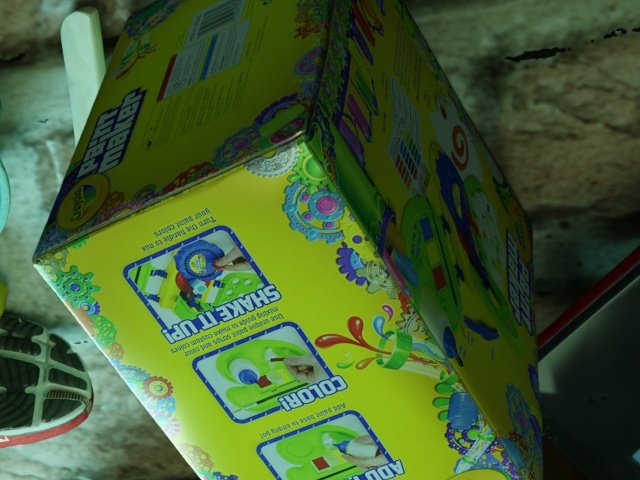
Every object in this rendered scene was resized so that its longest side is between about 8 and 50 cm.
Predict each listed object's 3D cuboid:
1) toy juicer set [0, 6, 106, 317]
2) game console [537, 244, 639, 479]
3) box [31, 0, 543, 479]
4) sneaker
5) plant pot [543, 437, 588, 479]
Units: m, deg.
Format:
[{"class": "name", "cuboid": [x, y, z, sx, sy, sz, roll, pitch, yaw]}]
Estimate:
[{"class": "toy juicer set", "cuboid": [-0.263, -0.014, 1.138, 0.329, 0.089, 0.209, -17, 121, 16]}, {"class": "game console", "cuboid": [0.364, 0.105, 1.112, 0.342, 0.060, 0.386, -44, 111, 5]}, {"class": "box", "cuboid": [0.000, 0.000, 1.000, 0.177, 0.290, 0.279, -23, 118, 20]}, {"class": "sneaker", "cuboid": [-0.297, 0.136, 1.257, 0.279, 0.107, 0.118, -8, 142, 15]}, {"class": "plant pot", "cuboid": [0.074, 0.223, 1.166, 0.291, 0.291, 0.203, 20, 111, -8]}]
